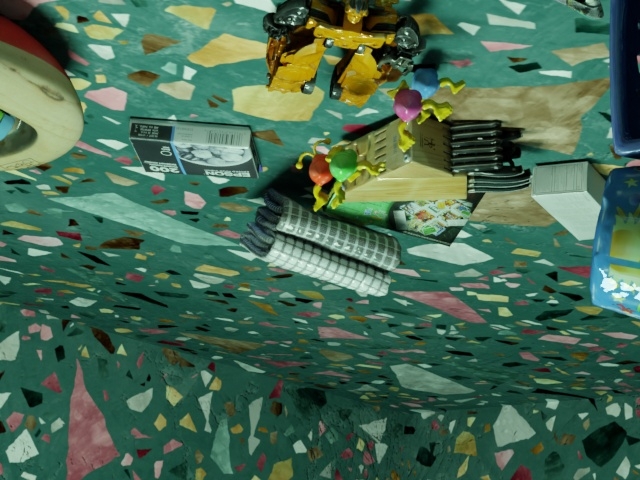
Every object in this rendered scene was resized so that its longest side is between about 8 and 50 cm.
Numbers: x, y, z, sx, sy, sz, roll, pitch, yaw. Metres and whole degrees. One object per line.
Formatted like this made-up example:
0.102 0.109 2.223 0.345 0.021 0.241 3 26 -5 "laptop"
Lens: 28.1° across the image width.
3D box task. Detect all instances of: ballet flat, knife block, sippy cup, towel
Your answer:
0.310 -0.299 1.544 0.114 0.041 0.041 16 160 -30 "ballet flat"
0.192 -0.115 2.052 0.242 0.088 0.275 17 154 -35 "knife block"
0.432 0.009 1.475 0.224 0.240 0.305 8 166 15 "sippy cup"
0.000 0.000 2.290 0.235 0.121 0.283 18 -177 -15 "towel"

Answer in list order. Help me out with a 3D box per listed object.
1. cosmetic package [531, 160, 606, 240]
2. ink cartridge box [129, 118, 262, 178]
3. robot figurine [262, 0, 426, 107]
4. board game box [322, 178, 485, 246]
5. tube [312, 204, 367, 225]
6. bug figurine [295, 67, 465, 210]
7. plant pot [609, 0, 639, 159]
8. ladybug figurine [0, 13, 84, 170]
0.451 -0.066 2.186 0.099 0.060 0.239 -2 161 31 "cosmetic package"
-0.210 -0.146 2.199 0.206 0.045 0.208 4 164 5 "ink cartridge box"
0.020 -0.262 1.686 0.211 0.085 0.291 9 163 -9 "robot figurine"
0.145 -0.075 2.206 0.259 0.030 0.136 16 127 -25 "board game box"
0.096 -0.055 2.358 0.240 0.070 0.062 -6 -160 48 "tube"
0.077 -0.150 1.759 0.072 0.279 0.216 49 -173 -10 "bug figurine"
0.487 -0.206 1.469 0.236 0.236 0.212 -9 163 44 "plant pot"
-0.513 -0.226 1.815 0.305 0.162 0.449 -12 161 17 "ladybug figurine"
